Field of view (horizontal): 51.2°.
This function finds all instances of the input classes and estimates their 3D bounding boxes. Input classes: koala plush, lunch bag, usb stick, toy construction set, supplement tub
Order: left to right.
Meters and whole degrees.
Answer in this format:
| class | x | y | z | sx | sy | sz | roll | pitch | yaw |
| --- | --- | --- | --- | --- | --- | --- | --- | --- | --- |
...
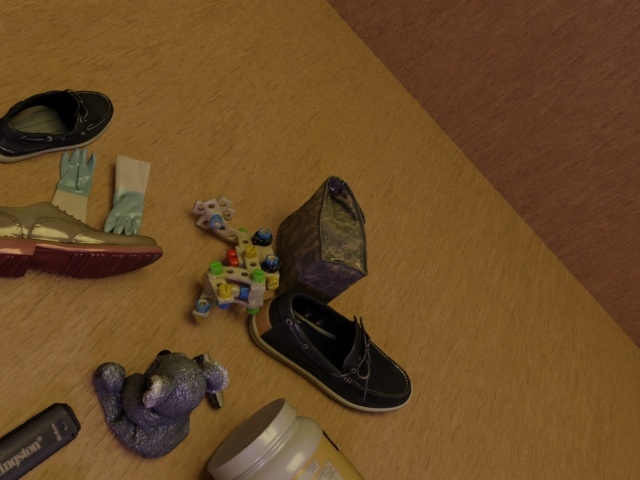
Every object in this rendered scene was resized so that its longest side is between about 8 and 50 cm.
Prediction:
| class | x | y | z | sx | sy | sz | roll | pitch | yaw |
| --- | --- | --- | --- | --- | --- | --- | --- | --- | --- |
| usb stick | -0.527 | 0.370 | 1.113 | 0.278 | 0.045 | 0.077 | -34 | 93 | -51 |
| koala plush | -0.287 | 0.290 | 1.264 | 0.196 | 0.221 | 0.203 | -1 | 64 | -45 |
| toy construction set | -0.209 | 0.044 | 1.590 | 0.215 | 0.151 | 0.328 | -1 | 53 | -17 |
| supplement tub | -0.043 | 0.508 | 1.330 | 0.331 | 0.241 | 0.241 | 51 | 40 | -4 |
| lunch bag | 0.000 | 0.000 | 1.736 | 0.169 | 0.235 | 0.287 | 18 | 52 | -28 |

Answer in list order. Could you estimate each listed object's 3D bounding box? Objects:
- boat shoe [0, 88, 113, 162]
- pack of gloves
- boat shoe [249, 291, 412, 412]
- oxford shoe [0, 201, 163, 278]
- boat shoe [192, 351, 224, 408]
| class | x | y | z | sx | sy | sz | roll | pitch | yaw |
| --- | --- | --- | --- | --- | --- | --- | --- | --- | --- |
| boat shoe | -0.576 | -0.277 | 1.472 | 0.127 | 0.113 | 0.340 | 55 | 40 | 3 |
| pack of gloves | -0.494 | -0.098 | 1.494 | 0.195 | 0.046 | 0.232 | 13 | 53 | -20 |
| boat shoe | 0.058 | 0.280 | 1.659 | 0.500 | 0.156 | 0.187 | 35 | 42 | -23 |
| oxford shoe | -0.503 | -0.013 | 1.332 | 0.397 | 0.140 | 0.147 | 6 | 60 | -42 |
| boat shoe | -0.242 | 0.305 | 1.440 | 0.046 | 0.038 | 0.125 | 68 | 1 | -81 |
